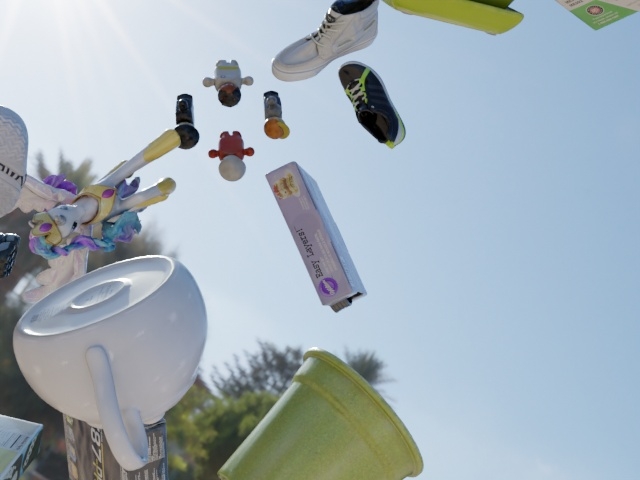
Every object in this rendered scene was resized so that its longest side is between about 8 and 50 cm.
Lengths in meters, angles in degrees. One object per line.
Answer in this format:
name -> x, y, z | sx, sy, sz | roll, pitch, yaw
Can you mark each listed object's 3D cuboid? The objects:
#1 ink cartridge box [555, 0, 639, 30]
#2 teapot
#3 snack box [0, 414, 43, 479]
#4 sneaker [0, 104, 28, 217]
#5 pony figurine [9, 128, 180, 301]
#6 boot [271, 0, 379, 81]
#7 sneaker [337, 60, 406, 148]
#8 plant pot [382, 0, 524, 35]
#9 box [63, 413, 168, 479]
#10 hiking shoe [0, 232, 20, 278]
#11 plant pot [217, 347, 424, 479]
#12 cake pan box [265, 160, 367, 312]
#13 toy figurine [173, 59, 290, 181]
ink cartridge box -> 0.428, -0.491, 1.550 | 0.289, 0.121, 0.211 | 28, -19, -21
teapot -> -0.241, 0.148, 1.184 | 0.252, 0.256, 0.187 | -2, -65, 42
snack box -> -0.573, 0.354, 1.476 | 0.187, 0.060, 0.322 | 14, 14, 1
sneaker -> -0.510, -0.098, 1.325 | 0.137, 0.210, 0.366 | 17, -48, -32
pony figurine -> -0.460, -0.056, 1.828 | 0.351, 0.363, 0.303 | -22, -79, 48
boot -> 0.010, -0.427, 1.960 | 0.095, 0.258, 0.123 | 48, -24, 25
sneaker -> 0.111, -0.309, 2.155 | 0.084, 0.097, 0.235 | -41, -101, 28
plant pot -> 0.183, -0.412, 1.324 | 0.227, 0.207, 0.228 | 10, 20, -12
box -> -0.419, 0.491, 1.968 | 0.318, 0.097, 0.395 | 23, -61, 47
hiking shoe -> -0.760, 0.071, 2.053 | 0.132, 0.304, 0.113 | 18, -64, -2
plant pot -> -0.018, 0.361, 1.556 | 0.276, 0.254, 0.276 | 42, -21, 20
cake pan box -> 0.000, 0.000, 1.755 | 0.267, 0.070, 0.246 | 65, 8, 7
toy figurine -> -0.191, -0.252, 2.022 | 0.209, 0.148, 0.213 | -36, -53, 23
